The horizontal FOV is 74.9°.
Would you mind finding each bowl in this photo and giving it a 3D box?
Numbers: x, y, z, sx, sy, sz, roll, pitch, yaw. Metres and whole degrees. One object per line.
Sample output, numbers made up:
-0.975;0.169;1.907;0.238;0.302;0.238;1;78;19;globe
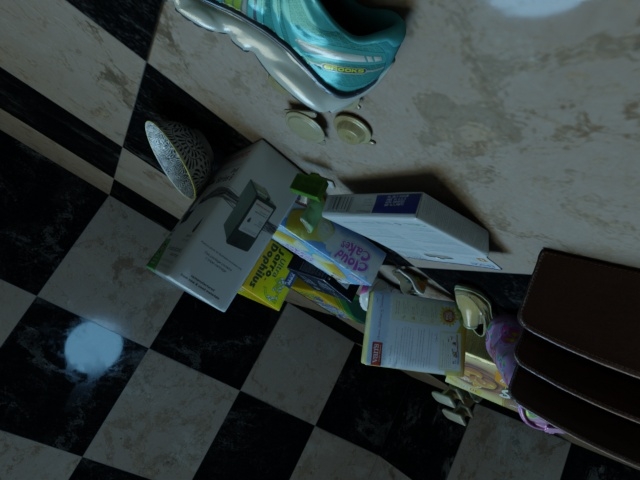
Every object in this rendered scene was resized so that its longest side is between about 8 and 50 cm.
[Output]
-0.268;-0.174;0.838;0.170;0.080;0.170;40;151;27;bowl

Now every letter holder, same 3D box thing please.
0.416;0.170;0.538;0.301;0.215;0.152;17;161;37;letter holder

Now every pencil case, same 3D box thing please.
0.393;0.235;0.783;0.124;0.124;0.284;27;-168;4;pencil case

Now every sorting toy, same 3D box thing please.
0.207;0.093;0.996;0.075;0.045;0.083;37;165;-4;sorting toy

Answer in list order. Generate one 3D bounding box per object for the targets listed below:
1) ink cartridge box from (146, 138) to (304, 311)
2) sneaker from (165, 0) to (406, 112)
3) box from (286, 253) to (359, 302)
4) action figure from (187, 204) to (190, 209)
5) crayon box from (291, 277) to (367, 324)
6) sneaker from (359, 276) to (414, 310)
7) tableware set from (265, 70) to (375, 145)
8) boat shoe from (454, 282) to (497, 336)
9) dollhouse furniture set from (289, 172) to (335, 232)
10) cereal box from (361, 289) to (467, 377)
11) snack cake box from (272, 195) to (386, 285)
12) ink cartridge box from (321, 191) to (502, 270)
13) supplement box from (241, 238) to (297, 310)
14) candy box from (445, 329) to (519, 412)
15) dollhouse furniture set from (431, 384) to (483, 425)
-0.181;-0.032;0.798;0.121;0.289;0.211;39;162;-26;ink cartridge box
-0.047;-0.227;0.344;0.275;0.107;0.110;30;146;-22;sneaker
0.015;0.094;1.231;0.158;0.093;0.156;13;159;42;box
-0.328;-0.034;1.337;0.275;0.141;0.164;16;172;33;action figure
0.022;0.202;1.590;0.323;0.083;0.203;36;163;-25;crayon box
0.211;0.176;1.163;0.252;0.103;0.111;29;166;-37;sneaker
-0.001;-0.171;0.537;0.141;0.020;0.169;20;163;25;tableware set
0.338;0.160;0.915;0.068;0.072;0.190;12;157;47;boat shoe
-0.002;-0.068;0.768;0.058;0.076;0.152;20;162;22;dollhouse furniture set
0.223;0.219;0.986;0.240;0.173;0.047;10;169;-6;cereal box
0.000;0.000;0.960;0.264;0.089;0.152;34;163;-18;snack cake box
0.151;-0.017;0.692;0.223;0.045;0.223;25;170;-34;ink cartridge box
-0.271;0.091;1.532;0.356;0.194;0.195;12;158;46;supplement box
0.509;0.364;1.109;0.316;0.088;0.183;18;139;21;candy box
0.451;0.451;1.425;0.242;0.212;0.161;59;156;-10;dollhouse furniture set
